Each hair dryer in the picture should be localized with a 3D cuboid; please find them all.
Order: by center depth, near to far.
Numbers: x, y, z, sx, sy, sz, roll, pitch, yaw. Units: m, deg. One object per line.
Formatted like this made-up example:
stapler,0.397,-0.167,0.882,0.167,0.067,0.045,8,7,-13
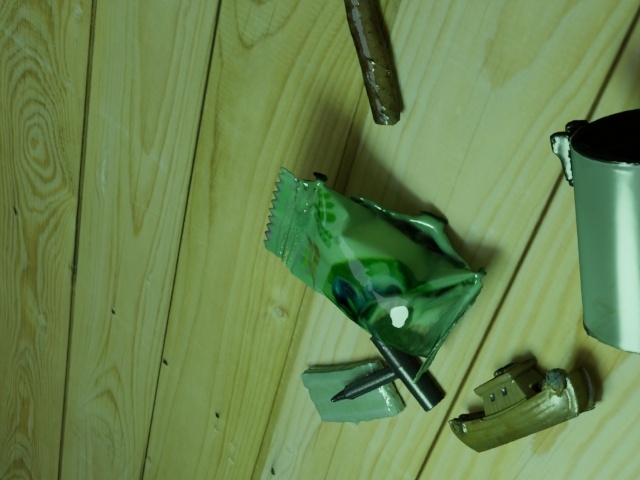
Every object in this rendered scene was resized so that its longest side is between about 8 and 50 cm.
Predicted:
hair dryer,0.111,0.280,1.919,0.195,0.050,0.173,-44,77,28

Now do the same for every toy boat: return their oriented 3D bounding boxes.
toy boat,0.320,0.269,1.701,0.321,0.089,0.121,-38,77,52

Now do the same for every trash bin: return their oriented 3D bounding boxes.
trash bin,0.436,-0.015,1.300,0.277,0.217,0.263,12,121,41

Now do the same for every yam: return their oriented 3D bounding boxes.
yam,0.081,-0.301,1.641,0.056,0.057,0.241,4,114,46

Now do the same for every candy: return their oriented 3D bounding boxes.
candy,0.071,0.045,1.741,0.398,0.172,0.263,31,136,12

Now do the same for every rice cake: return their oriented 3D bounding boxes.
rice cake,0.061,0.303,2.036,0.237,0.043,0.127,-19,99,51
